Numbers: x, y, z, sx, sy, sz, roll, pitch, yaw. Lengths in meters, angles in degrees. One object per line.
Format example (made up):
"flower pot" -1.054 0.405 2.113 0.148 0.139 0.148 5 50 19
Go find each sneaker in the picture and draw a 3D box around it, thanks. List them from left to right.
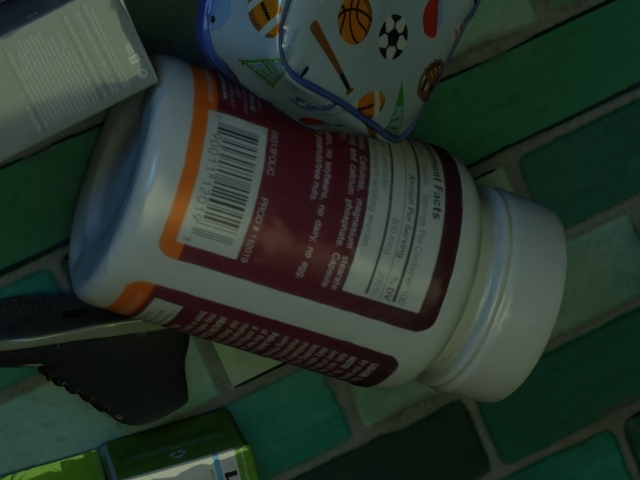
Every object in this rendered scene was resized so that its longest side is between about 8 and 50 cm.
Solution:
"sneaker" -0.224 0.115 1.785 0.222 0.083 0.118 -5 116 -7

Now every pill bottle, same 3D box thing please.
"pill bottle" 0.000 0.000 1.732 0.392 0.224 0.224 18 101 -19

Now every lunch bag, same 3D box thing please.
"lunch bag" 0.029 -0.243 1.569 0.243 0.115 0.303 29 78 -51

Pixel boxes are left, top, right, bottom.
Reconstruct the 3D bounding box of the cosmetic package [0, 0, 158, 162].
"cosmetic package" -0.263 -0.128 1.625 0.238 0.127 0.107 -26 111 -8

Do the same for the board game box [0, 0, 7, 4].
"board game box" -0.414 -0.207 1.656 0.390 0.050 0.390 42 93 -21

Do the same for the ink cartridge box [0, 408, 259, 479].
"ink cartridge box" -0.177 0.288 1.841 0.255 0.097 0.189 -16 110 -10
